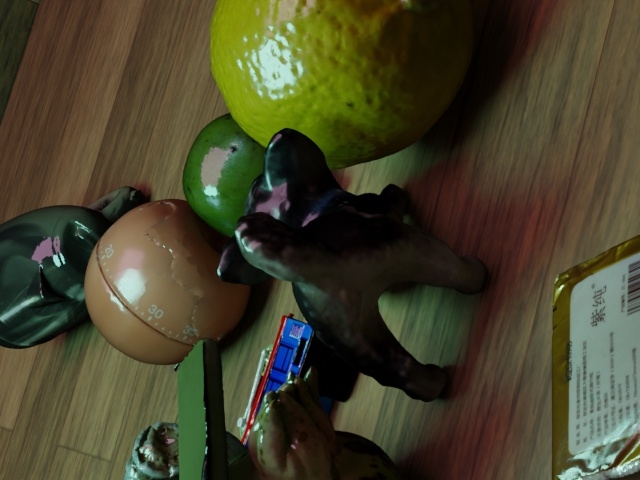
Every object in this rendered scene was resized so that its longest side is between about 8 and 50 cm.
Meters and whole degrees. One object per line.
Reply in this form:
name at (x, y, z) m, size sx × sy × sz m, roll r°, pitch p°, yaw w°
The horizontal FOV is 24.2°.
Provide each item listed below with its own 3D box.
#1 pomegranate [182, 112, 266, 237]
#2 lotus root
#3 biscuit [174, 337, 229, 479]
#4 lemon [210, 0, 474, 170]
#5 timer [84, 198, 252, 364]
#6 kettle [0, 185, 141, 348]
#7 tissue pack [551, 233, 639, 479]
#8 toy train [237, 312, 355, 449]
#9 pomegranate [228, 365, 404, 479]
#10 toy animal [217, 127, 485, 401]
pomegranate at (-0.079, -0.080, 2.062) m, size 0.225 × 0.187 × 0.187 m, roll 27°, pitch 97°, yaw 35°
lotus root at (-0.136, 0.337, 1.815) m, size 0.349 × 0.175 × 0.175 m, roll 81°, pitch -173°, yaw -55°
biscuit at (-0.121, 0.257, 1.564) m, size 0.099 × 0.038 × 0.322 m, roll 126°, pitch 145°, yaw -49°
lemon at (0.026, -0.244, 1.819) m, size 0.336 × 0.336 × 0.336 m, roll -40°, pitch 40°, yaw 43°
timer at (-0.216, 0.059, 2.136) m, size 0.215 × 0.230 × 0.229 m, roll -42°, pitch 37°, yaw 27°
kettle at (-0.441, 0.022, 2.619) m, size 0.324 × 0.228 × 0.321 m, roll -23°, pitch 21°, yaw 48°
tissue pack at (0.288, 0.114, 1.341) m, size 0.183 × 0.092 × 0.226 m, roll -33°, pitch 46°, yaw 49°
toy train at (-0.034, 0.199, 1.870) m, size 0.131 × 0.083 × 0.204 m, roll 13°, pitch 84°, yaw 60°
pomegranate at (-0.013, 0.281, 1.591) m, size 0.276 × 0.222 × 0.204 m, roll 89°, pitch 162°, yaw -56°
toy animal at (0.000, 0.000, 1.710) m, size 0.194 × 0.303 × 0.344 m, roll -61°, pitch 29°, yaw 9°
